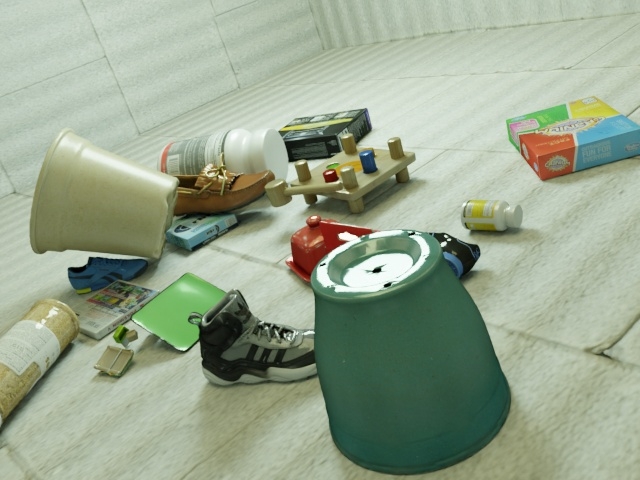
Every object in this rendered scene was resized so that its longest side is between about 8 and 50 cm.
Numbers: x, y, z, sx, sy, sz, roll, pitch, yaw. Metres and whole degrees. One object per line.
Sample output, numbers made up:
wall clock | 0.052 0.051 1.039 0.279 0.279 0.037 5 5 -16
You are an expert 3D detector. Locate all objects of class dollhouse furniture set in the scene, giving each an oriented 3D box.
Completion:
dollhouse furniture set | -0.393 0.225 1.382 0.076 0.059 0.152 6 52 29

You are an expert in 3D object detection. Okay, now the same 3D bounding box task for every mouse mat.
mouse mat | -0.283 0.146 1.408 0.152 0.007 0.189 27 44 20

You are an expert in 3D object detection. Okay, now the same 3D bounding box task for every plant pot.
plant pot | 0.108 0.133 0.941 0.271 0.255 0.272 -15 23 7
plant pot | -0.542 -0.094 1.741 0.305 0.334 0.334 13 23 -9

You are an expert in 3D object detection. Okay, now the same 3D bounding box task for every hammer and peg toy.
hammer and peg toy | 0.052 -0.156 1.757 0.361 0.127 0.266 -35 31 -32

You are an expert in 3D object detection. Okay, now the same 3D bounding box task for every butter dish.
butter dish | 0.000 0.000 1.468 0.160 0.118 0.160 -26 24 -15

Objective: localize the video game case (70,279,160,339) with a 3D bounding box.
video game case | -0.505 0.160 1.599 0.201 0.023 0.183 7 34 45

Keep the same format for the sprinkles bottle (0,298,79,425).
sprinkles bottle | -0.624 0.258 1.350 0.121 0.121 0.355 -11 25 16

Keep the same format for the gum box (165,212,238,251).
gum box | -0.344 -0.037 1.883 0.157 0.041 0.184 -32 26 -28

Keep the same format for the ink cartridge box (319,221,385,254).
ink cartridge box | 0.094 0.059 1.136 0.134 0.231 0.078 10 36 46

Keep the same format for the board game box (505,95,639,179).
board game box | 0.618 -0.261 1.657 0.242 0.064 0.316 -15 24 8

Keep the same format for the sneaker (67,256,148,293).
sneaker | -0.560 0.074 1.751 0.209 0.082 0.069 -16 22 2

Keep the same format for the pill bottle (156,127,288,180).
pill bottle | -0.296 -0.225 2.047 0.362 0.210 0.210 -7 26 21

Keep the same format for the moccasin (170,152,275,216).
moccasin | -0.305 -0.160 1.890 0.380 0.147 0.139 -3 25 29

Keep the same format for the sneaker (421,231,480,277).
sneaker | 0.208 0.021 1.334 0.090 0.081 0.232 -32 34 -34

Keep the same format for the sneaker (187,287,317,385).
sneaker | -0.101 0.160 1.153 0.268 0.153 0.101 -11 25 16

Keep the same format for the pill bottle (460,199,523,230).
pill bottle | 0.357 -0.052 1.393 0.116 0.065 0.065 5 33 40

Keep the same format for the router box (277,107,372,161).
router box | -0.012 -0.357 2.285 0.308 0.081 0.243 -1 29 34
